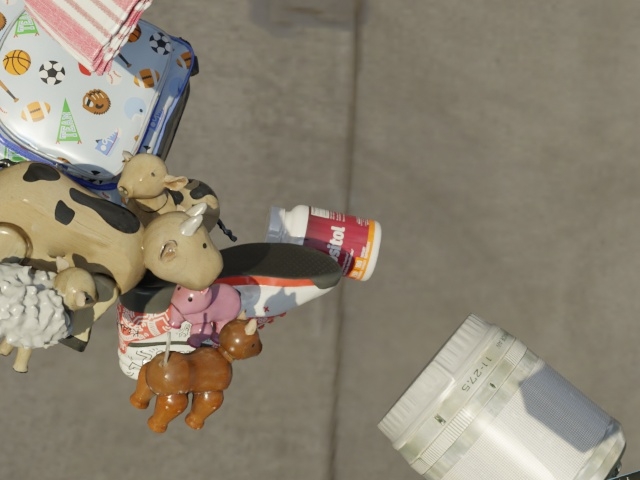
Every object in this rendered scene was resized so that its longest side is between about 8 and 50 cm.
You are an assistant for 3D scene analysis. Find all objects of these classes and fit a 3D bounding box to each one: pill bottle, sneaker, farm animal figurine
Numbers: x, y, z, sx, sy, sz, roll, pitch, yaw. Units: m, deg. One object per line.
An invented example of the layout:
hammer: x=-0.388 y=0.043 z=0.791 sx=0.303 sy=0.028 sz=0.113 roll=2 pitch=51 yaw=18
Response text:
pill bottle: x=0.000 y=0.000 z=1.930 sx=0.152 sy=0.086 sz=0.086 roll=12 pitch=90 yaw=-7
sneaker: x=-0.109 y=0.090 z=1.661 sx=0.270 sy=0.090 sz=0.145 roll=-7 pitch=122 yaw=-26
farm animal figurine: x=-0.185 y=0.007 z=1.360 sx=0.327 sy=0.330 sz=0.172 roll=19 pitch=115 yaw=-25

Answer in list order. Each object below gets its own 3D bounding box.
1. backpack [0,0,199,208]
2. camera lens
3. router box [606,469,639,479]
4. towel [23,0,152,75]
backpack: x=-0.295 y=-0.157 z=1.606 sx=0.213 sy=0.263 sz=0.276 roll=112 pitch=-3 yaw=-69
camera lens: x=0.240 y=0.255 z=1.861 sx=0.219 sy=0.274 sz=0.219 roll=-50 pitch=174 yaw=-7
router box: x=0.286 y=0.220 z=1.170 sx=0.179 sy=0.133 sz=0.046 roll=29 pitch=43 yaw=-57
towel: x=-0.180 y=-0.258 z=1.289 sx=0.197 sy=0.144 sz=0.029 roll=-52 pitch=142 yaw=6
